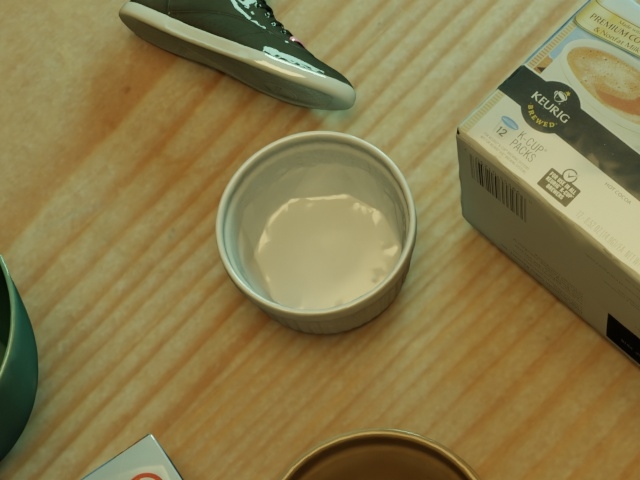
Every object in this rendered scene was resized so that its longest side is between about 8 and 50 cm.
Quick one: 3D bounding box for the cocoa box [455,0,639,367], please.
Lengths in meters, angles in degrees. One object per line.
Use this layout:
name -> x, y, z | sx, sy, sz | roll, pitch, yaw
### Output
cocoa box -> 0.336, -0.036, 1.812 | 0.228, 0.231, 0.347 | -44, 69, -11

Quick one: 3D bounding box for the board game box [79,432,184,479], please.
board game box -> -0.206, 0.400, 1.788 | 0.302, 0.086, 0.308 | -33, 67, -6

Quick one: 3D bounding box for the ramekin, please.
ramekin -> 0.000, 0.000, 1.911 | 0.207, 0.109, 0.207 | -3, 67, 6

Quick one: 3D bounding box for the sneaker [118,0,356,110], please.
sneaker -> -0.069, -0.252, 2.025 | 0.296, 0.104, 0.147 | 25, 78, 21

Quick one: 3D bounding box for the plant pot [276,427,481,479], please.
plant pot -> 0.059, 0.309, 1.776 | 0.237, 0.109, 0.237 | -2, 68, 6

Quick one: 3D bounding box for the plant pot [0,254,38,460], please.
plant pot -> -0.416, 0.130, 1.847 | 0.293, 0.235, 0.293 | -3, 67, 7
